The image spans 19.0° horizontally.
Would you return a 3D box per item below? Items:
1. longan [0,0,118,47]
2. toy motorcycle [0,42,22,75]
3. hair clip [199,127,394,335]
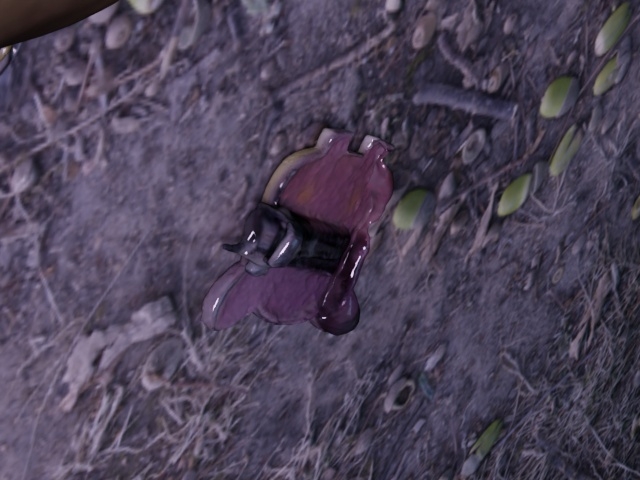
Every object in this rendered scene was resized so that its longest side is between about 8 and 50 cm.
[{"bbox_3d":[-0.148,-0.161,0.670,0.248,0.248,0.248,-39,146,-34],"label":"longan"},{"bbox_3d":[-0.219,-0.057,0.817,0.225,0.073,0.152,-5,123,-58],"label":"toy motorcycle"},{"bbox_3d":[-0.007,-0.004,1.243,0.146,0.056,0.187,-67,160,10],"label":"hair clip"}]
